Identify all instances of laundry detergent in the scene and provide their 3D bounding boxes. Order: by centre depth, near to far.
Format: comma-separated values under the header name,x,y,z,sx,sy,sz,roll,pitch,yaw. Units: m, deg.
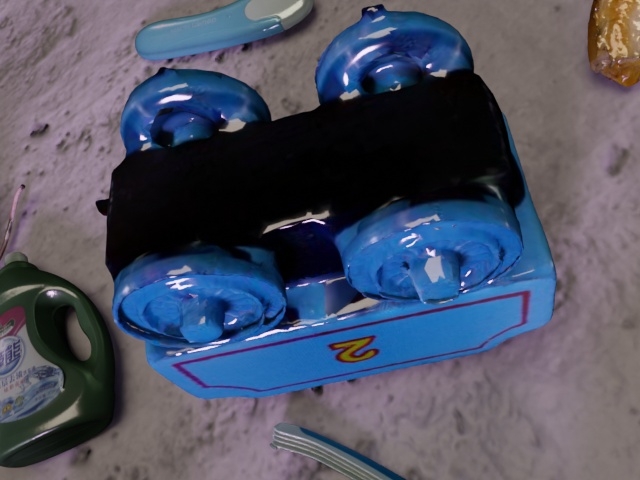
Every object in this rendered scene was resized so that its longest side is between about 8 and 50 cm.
name,x,y,z,sx,sy,sz,roll,pitch,yaw
laundry detergent,-0.270,0.097,0.667,0.137,0.063,0.211,-26,60,7

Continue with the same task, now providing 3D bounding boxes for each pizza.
name,x,y,z,sx,sy,sz,roll,pitch,yaw
pizza,0.339,-0.201,0.586,0.199,0.062,0.188,27,91,20

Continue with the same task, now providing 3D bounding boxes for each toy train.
name,x,y,z,sx,sy,sz,roll,pitch,yaw
toy train,0.000,0.000,0.498,0.300,0.265,0.188,-13,60,9

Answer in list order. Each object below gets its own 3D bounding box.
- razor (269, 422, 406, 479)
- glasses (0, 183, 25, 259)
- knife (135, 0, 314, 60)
name,x,y,z,sx,sy,sz,roll,pitch,yaw
razor,0.043,0.191,0.534,0.191,0.037,0.068,25,119,30
glasses,-0.396,0.022,0.739,0.162,0.095,0.255,-31,56,39
knife,-0.110,-0.241,0.771,0.222,0.031,0.064,-8,70,20
